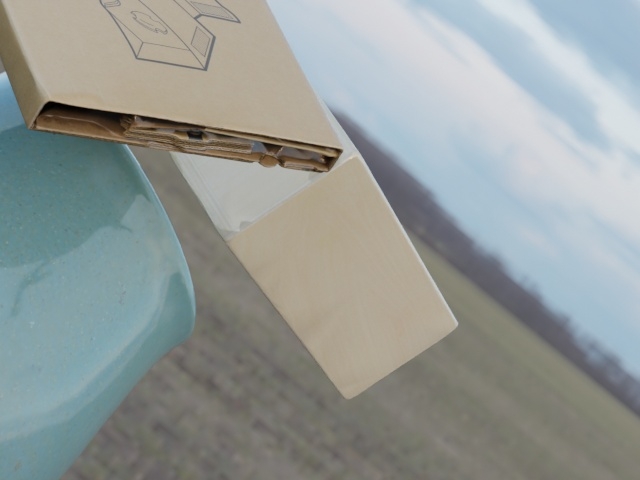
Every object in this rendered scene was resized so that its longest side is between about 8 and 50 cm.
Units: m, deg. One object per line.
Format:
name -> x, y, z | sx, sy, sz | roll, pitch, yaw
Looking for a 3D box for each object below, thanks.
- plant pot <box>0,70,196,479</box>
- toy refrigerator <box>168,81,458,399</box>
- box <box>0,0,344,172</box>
plant pot -> -0.218, 0.040, 1.019 | 0.271, 0.255, 0.272 | 45, -26, 29
toy refrigerator -> 0.000, 0.000, 1.294 | 0.094, 0.102, 0.269 | 56, 1, 32
box -> -0.093, -0.116, 0.928 | 0.164, 0.021, 0.201 | 7, 41, -35
